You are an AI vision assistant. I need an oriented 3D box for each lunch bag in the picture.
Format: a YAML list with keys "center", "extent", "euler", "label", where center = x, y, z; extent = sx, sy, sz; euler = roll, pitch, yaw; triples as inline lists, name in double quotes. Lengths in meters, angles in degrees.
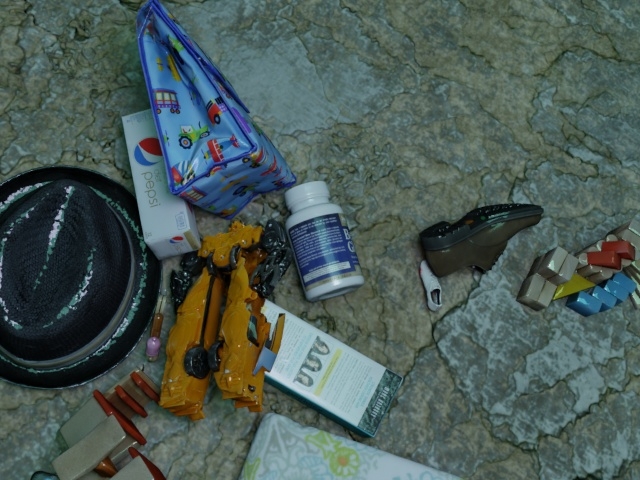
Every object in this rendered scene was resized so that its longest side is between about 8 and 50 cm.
- center: [-0.177, -0.200, 1.327]
  extent: [0.138, 0.221, 0.293]
  euler: [-28, 77, 8]
  label: "lunch bag"

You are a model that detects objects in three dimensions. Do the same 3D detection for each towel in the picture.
- center: [0.035, 0.439, 1.224]
  extent: [0.374, 0.090, 0.321]
  euler: [16, 67, 17]
  label: "towel"

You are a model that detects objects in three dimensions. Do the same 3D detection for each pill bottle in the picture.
- center: [0.000, 0.000, 1.382]
  extent: [0.094, 0.094, 0.169]
  euler: [-14, 79, -15]
  label: "pill bottle"

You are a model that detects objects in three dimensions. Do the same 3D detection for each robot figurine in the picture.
- center: [-0.131, 0.102, 1.284]
  extent: [0.211, 0.085, 0.291]
  euler: [-12, 51, 29]
  label: "robot figurine"

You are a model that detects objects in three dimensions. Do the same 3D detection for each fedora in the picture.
- center: [-0.370, 0.035, 1.264]
  extent: [0.334, 0.152, 0.334]
  euler: [3, 75, -12]
  label: "fedora"

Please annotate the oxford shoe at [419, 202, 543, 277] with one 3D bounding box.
- center: [0.264, -0.001, 1.459]
  extent: [0.227, 0.083, 0.096]
  euler: [-20, 105, -19]
  label: "oxford shoe"

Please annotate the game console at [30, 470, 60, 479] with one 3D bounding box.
- center: [-0.347, 0.378, 1.222]
  extent: [0.122, 0.107, 0.071]
  euler: [17, 101, -7]
  label: "game console"

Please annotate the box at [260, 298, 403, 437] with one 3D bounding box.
- center: [-0.010, 0.190, 1.347]
  extent: [0.244, 0.060, 0.101]
  euler: [31, 72, -3]
  label: "box"

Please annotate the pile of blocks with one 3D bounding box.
- center: [0.498, 0.040, 1.469]
  extent: [0.362, 0.112, 0.149]
  euler: [-22, 81, -16]
  label: "pile of blocks"

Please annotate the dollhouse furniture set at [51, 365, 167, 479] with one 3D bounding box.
- center: [-0.223, 0.298, 1.180]
  extent: [0.135, 0.262, 0.259]
  euler: [-40, 49, -9]
  label: "dollhouse furniture set"

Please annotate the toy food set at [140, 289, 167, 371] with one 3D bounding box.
- center: [-0.233, 0.130, 1.303]
  extent: [0.019, 0.078, 0.122]
  euler: [14, 82, -5]
  label: "toy food set"

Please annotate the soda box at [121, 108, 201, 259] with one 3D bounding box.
- center: [-0.234, -0.086, 1.338]
  extent: [0.069, 0.074, 0.216]
  euler: [-15, 66, 1]
  label: "soda box"

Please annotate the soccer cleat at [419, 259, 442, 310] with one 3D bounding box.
- center: [0.176, 0.069, 1.432]
  extent: [0.029, 0.035, 0.083]
  euler: [-5, 77, -13]
  label: "soccer cleat"
